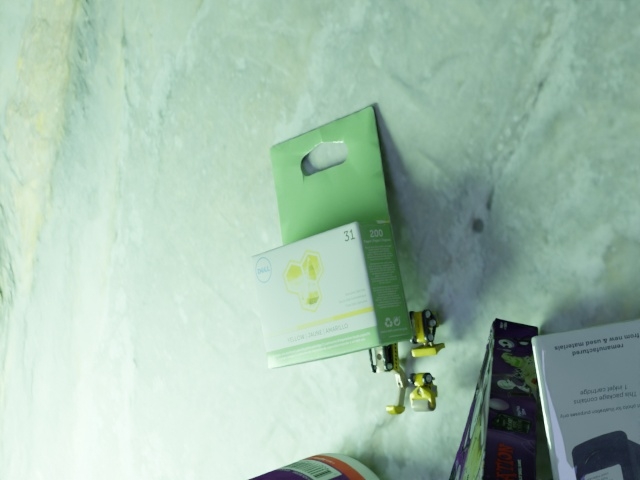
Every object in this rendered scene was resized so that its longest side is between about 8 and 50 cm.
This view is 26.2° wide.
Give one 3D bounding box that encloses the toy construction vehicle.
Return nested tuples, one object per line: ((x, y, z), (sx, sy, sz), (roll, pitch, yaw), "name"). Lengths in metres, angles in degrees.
((0.091, 0.120, 1.350), (0.086, 0.035, 0.098), (-14, 80, 46), "toy construction vehicle")

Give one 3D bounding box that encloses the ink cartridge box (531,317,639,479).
((0.244, 0.188, 1.057), (0.100, 0.172, 0.237), (-11, 78, 21), "ink cartridge box")

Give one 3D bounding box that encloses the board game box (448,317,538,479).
((0.133, 0.229, 1.134), (0.056, 0.347, 0.208), (10, 113, 5), "board game box")

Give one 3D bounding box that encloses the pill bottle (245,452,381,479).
((-0.075, 0.333, 1.356), (0.181, 0.323, 0.182), (13, 109, 44), "pill bottle")

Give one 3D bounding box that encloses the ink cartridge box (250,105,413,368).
((0.000, 0.000, 1.379), (0.171, 0.056, 0.235), (-18, 80, 47), "ink cartridge box")
